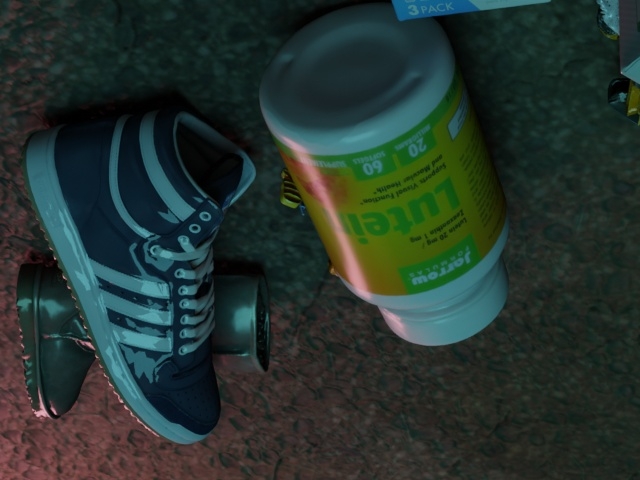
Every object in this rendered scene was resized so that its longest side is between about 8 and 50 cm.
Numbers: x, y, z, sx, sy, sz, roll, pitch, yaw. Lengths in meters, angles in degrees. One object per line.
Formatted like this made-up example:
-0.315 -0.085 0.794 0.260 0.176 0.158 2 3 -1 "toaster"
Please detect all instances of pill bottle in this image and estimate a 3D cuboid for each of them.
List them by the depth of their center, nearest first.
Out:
0.058 -0.038 1.271 0.136 0.136 0.245 -7 137 18 "pill bottle"

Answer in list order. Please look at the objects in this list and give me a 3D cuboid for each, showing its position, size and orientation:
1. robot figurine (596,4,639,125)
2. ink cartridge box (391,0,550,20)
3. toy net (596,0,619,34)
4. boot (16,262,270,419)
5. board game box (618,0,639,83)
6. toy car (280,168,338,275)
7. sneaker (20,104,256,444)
0.326 -0.126 1.160 0.291 0.085 0.211 5 134 4 "robot figurine"
0.078 -0.229 1.108 0.104 0.061 0.181 -6 136 16 "ink cartridge box"
0.286 -0.156 1.070 0.232 0.045 0.122 4 101 5 "toy net"
-0.147 0.090 1.513 0.209 0.076 0.189 1 139 -1 "boot"
0.254 -0.228 0.892 0.098 0.303 0.224 27 136 -20 "board game box"
0.000 0.000 1.397 0.122 0.040 0.060 33 134 -26 "toy car"
-0.104 0.026 1.361 0.153 0.099 0.282 -15 112 22 "sneaker"
